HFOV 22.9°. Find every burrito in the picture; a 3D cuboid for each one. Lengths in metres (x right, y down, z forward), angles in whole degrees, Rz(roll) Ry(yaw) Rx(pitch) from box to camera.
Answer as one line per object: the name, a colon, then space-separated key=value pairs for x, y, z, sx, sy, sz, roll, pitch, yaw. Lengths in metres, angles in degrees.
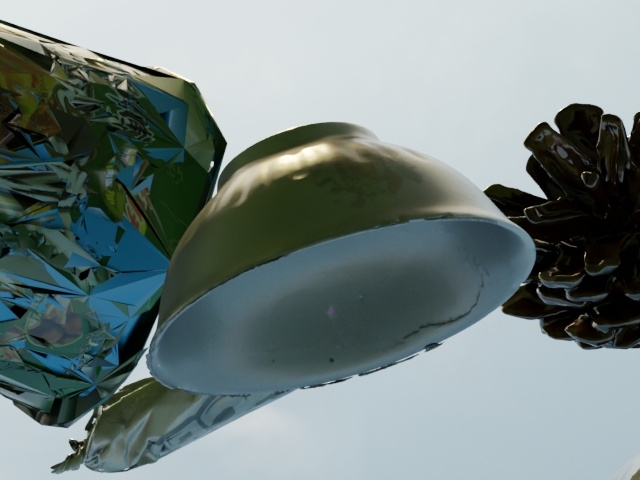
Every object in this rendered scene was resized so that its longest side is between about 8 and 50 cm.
burrito: x=-0.104 y=0.152 z=1.773 sx=0.445 sy=0.139 sz=0.101 roll=-27 pitch=-96 yaw=-15

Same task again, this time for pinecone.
pinecone: x=0.232 y=-0.012 z=1.235 sx=0.229 sy=0.201 sz=0.202 roll=-5 pitch=-126 yaw=53

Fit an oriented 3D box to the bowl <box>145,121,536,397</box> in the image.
bowl: x=0.000 y=0.000 z=0.751 sx=0.189 sy=0.189 sz=0.086 roll=-18 pitch=-114 yaw=3

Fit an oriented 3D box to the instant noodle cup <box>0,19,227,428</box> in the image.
instant noodle cup: x=-0.198 y=-0.027 z=0.906 sx=0.240 sy=0.178 sz=0.240 roll=-32 pitch=-134 yaw=40

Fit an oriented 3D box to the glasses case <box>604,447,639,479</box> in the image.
glasses case: x=0.289 y=0.208 z=1.328 sx=0.125 sy=0.327 sz=0.076 roll=-37 pitch=-103 yaw=-14
